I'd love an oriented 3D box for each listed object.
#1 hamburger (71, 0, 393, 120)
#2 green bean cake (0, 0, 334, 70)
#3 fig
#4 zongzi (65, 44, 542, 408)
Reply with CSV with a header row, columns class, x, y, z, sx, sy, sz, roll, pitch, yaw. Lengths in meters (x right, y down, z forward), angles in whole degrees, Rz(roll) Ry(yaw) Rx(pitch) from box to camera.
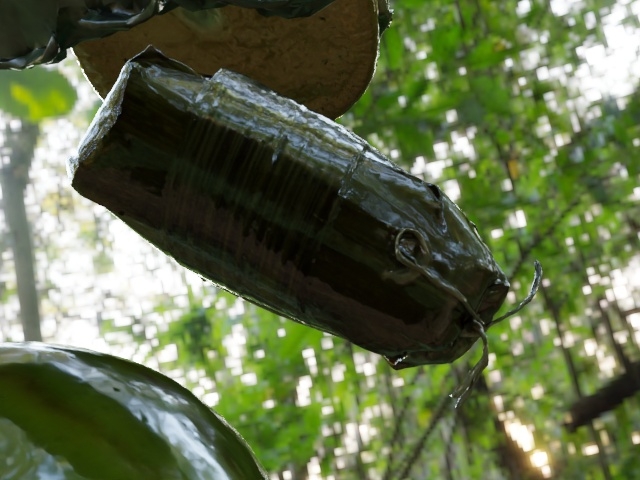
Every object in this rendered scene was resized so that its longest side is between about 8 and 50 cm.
class,x,y,z,sx,sy,sz,roll,pitch,yaw
hamburger,-0.050,-0.153,0.840,0.215,0.122,0.189,-30,-58,34
green bean cake,-0.093,-0.182,0.395,0.241,0.255,0.132,-6,20,26
fig,-0.039,0.118,0.344,0.259,0.151,0.151,19,5,42
zongzi,0.000,0.000,0.605,0.187,0.084,0.184,30,-4,9
